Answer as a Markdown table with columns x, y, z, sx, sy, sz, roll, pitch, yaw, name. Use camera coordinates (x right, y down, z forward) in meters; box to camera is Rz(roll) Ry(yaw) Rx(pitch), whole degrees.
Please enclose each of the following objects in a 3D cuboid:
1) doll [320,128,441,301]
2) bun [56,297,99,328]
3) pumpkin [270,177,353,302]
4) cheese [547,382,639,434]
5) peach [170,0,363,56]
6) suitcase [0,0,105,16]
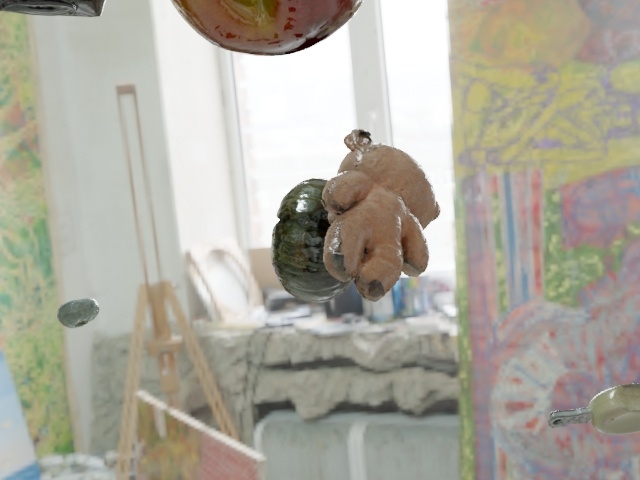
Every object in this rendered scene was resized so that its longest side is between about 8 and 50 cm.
| x | y | z | sx | sy | sz | roll | pitch | yaw | name |
| --- | --- | --- | --- | --- | --- | --- | --- | --- | --- |
| 0.062 | -0.017 | 1.557 | 0.156 | 0.201 | 0.303 | -34 | 19 | 40 | doll |
| -0.449 | 0.136 | 1.972 | 0.083 | 0.045 | 0.083 | -17 | -12 | -4 | bun |
| 0.003 | 0.000 | 1.929 | 0.159 | 0.238 | 0.238 | 4 | 9 | 14 | pumpkin |
| 0.427 | 0.253 | 1.581 | 0.171 | 0.092 | 0.047 | 5 | 48 | -16 | cheese |
| -0.058 | -0.292 | 1.018 | 0.199 | 0.243 | 0.243 | -41 | -15 | 33 | peach |
| -0.526 | -0.499 | 1.735 | 0.339 | 0.188 | 0.345 | 44 | 28 | 24 | suitcase |
